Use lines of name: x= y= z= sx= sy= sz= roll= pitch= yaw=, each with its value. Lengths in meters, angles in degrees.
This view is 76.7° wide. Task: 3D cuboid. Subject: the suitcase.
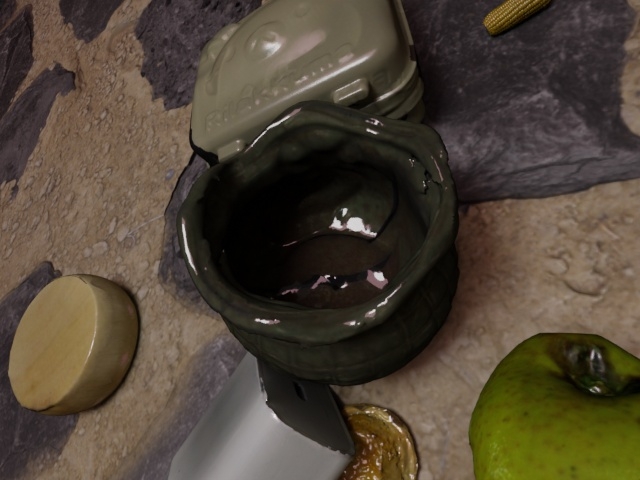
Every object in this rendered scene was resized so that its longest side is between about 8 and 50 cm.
suitcase: x=-0.038 y=-0.268 z=0.621 sx=0.351 sy=0.194 sz=0.340 roll=-18 pitch=58 yaw=23

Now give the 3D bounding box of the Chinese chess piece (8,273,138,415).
Chinese chess piece: x=-0.451 y=0.186 z=0.745 sx=0.250 sy=0.097 sz=0.251 roll=-10 pitch=68 yaw=25

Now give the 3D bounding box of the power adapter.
power adapter: x=-0.092 y=0.270 z=0.460 sx=0.255 sy=0.124 sz=0.187 roll=-56 pitch=15 yaw=1

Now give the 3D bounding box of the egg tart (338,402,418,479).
egg tart: x=0.049 y=0.254 z=0.466 sx=0.128 sy=0.049 sz=0.129 roll=-9 pitch=69 yaw=25

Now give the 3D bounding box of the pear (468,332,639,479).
pear: x=0.184 y=0.195 z=0.298 sx=0.163 sy=0.238 sz=0.256 roll=-6 pitch=70 yaw=34

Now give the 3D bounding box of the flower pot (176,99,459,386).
flower pot: x=0.000 y=0.000 z=0.453 sx=0.301 sy=0.213 sz=0.302 roll=-4 pitch=58 yaw=6

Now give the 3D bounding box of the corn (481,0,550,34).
corn: x=0.274 y=-0.322 z=0.563 sx=0.092 sy=0.037 sz=0.037 roll=-27 pitch=61 yaw=21
